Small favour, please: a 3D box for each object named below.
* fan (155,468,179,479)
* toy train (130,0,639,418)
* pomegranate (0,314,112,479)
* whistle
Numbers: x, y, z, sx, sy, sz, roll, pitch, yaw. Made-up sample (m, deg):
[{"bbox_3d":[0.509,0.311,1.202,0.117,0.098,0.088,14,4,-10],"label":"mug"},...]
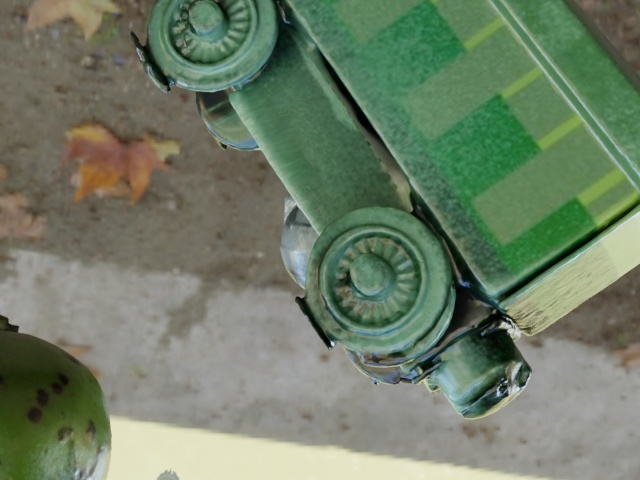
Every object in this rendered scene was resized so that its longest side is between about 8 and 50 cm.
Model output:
[{"bbox_3d":[-0.207,0.481,1.530,0.012,0.414,0.233,12,165,-22],"label":"fan"},{"bbox_3d":[0.043,-0.068,0.646,0.202,0.300,0.120,-36,159,6],"label":"toy train"},{"bbox_3d":[-0.267,0.186,1.002,0.211,0.263,0.211,1,165,0],"label":"pomegranate"},{"bbox_3d":[0.000,0.000,1.771,0.163,0.163,0.290,37,163,-35],"label":"whistle"}]
